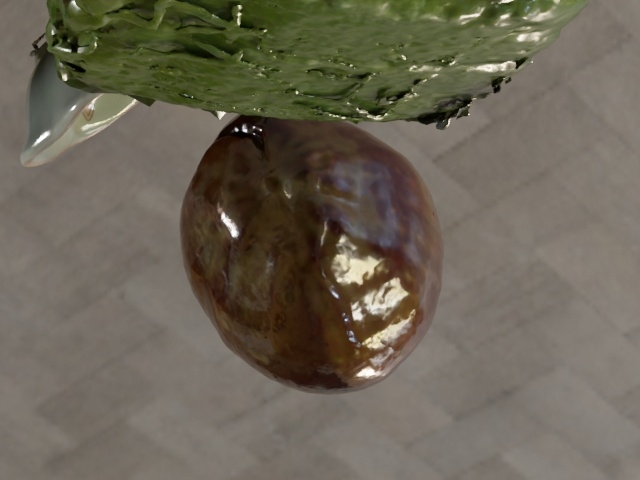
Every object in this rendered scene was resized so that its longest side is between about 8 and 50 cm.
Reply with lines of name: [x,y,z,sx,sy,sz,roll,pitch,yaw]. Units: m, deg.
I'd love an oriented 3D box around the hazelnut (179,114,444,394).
hazelnut: [0.000,0.000,1.215,0.218,0.234,0.218,-27,150,-17]

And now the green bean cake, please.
green bean cake: [-0.009,-0.124,0.667,0.214,0.113,0.200,4,167,-16]

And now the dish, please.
dish: [-0.172,-0.156,1.260,0.229,0.229,0.081,-36,93,35]
